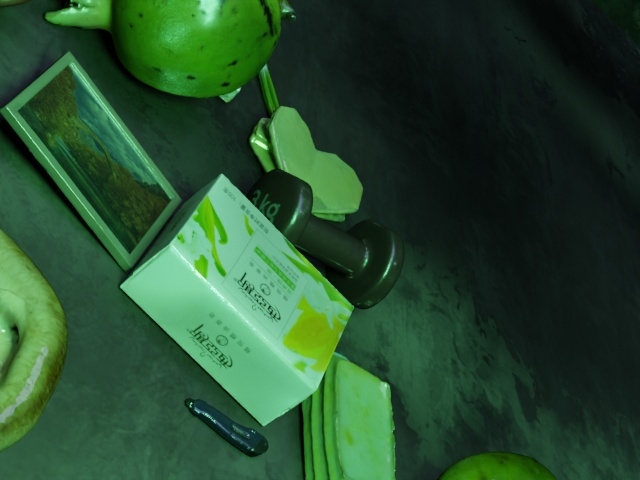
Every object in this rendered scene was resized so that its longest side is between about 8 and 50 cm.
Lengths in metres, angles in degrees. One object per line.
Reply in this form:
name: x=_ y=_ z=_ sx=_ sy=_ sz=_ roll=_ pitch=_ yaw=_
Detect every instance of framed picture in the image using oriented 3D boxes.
framed picture: x=-0.281 y=-0.102 z=1.609 sx=0.250 sy=0.016 sz=0.184 roll=55 pitch=30 yaw=-16

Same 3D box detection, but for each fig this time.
fig: x=0.229 y=0.384 z=1.697 sx=0.203 sy=0.203 sz=0.225 roll=61 pitch=-6 yaw=13

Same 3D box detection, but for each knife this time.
knife: x=-0.092 y=-0.267 z=2.050 sx=0.022 sy=0.026 sz=0.184 roll=-9 pitch=62 yaw=-11
knife: x=-0.113 y=0.223 z=1.542 sx=0.121 sy=0.018 sz=0.031 roll=39 pitch=41 yaw=-19

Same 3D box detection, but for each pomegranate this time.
pomegranate: x=-0.209 y=-0.331 z=1.777 sx=0.341 sy=0.260 sz=0.260 roll=1 pitch=52 yaw=-16

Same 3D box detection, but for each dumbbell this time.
dumbbell: x=0.000 y=0.000 z=1.794 sx=0.225 sy=0.124 sz=0.140 roll=28 pitch=1 yaw=-36

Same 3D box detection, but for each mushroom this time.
mushroom: x=-0.372 y=0.088 z=1.214 sx=0.278 sy=0.146 sz=0.278 roll=14 pitch=50 yaw=-17

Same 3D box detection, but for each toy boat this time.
toy boat: x=0.035 y=0.244 z=1.651 sx=0.111 sy=0.084 sz=0.276 roll=29 pitch=40 yaw=-30

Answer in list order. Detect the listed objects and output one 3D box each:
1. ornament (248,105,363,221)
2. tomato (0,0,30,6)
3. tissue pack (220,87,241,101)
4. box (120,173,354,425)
ornament: x=-0.024 y=-0.093 z=1.936 sx=0.201 sy=0.059 sz=0.180 roll=42 pitch=36 yaw=-20
tomato: x=-0.413 y=-0.413 z=1.584 sx=0.256 sy=0.224 sz=0.255 roll=28 pitch=42 yaw=-29
tissue pack: x=-0.144 y=-0.257 z=1.950 sx=0.062 sy=0.042 sz=0.083 roll=40 pitch=34 yaw=-17
box: x=-0.099 y=0.073 z=1.623 sx=0.260 sy=0.111 sz=0.194 roll=47 pitch=32 yaw=-13
